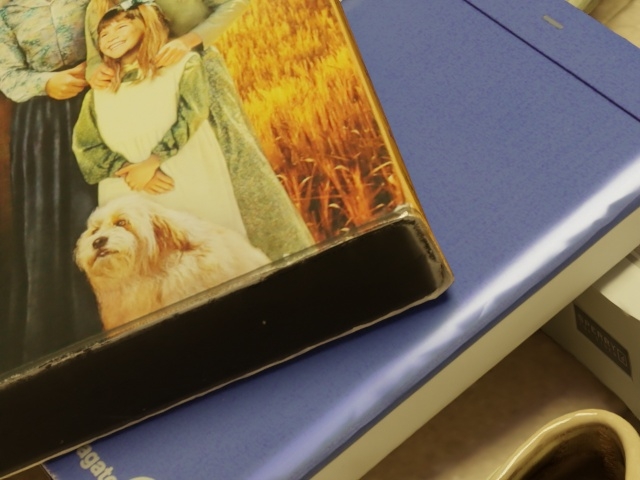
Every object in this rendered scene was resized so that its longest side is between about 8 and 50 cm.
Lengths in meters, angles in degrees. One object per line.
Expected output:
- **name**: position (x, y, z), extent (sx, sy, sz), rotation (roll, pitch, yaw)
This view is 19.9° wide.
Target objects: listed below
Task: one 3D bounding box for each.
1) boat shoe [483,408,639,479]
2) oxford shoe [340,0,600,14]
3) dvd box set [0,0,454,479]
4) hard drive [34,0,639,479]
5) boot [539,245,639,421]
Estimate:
- **boat shoe**: position (0.035, 0.176, 0.643), extent (0.109, 0.098, 0.302), rotation (22, 45, 27)
- **oxford shoe**: position (0.109, -0.184, 1.067), extent (0.169, 0.130, 0.449), rotation (22, 60, 19)
- **dvd box set**: position (-0.140, -0.085, 0.881), extent (0.307, 0.062, 0.420), rotation (-22, 48, 5)
- **hard drive**: position (0.000, 0.000, 0.825), extent (0.318, 0.040, 0.210), rotation (-38, 48, -11)
- **boot**: position (0.188, 0.032, 0.808), extent (0.123, 0.095, 0.258), rotation (-25, 43, -15)
